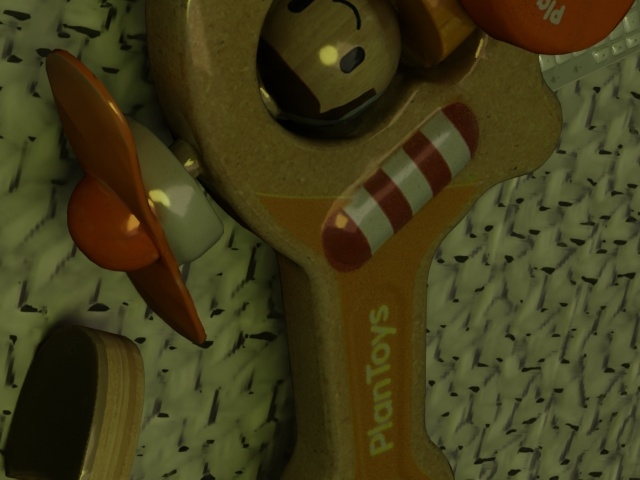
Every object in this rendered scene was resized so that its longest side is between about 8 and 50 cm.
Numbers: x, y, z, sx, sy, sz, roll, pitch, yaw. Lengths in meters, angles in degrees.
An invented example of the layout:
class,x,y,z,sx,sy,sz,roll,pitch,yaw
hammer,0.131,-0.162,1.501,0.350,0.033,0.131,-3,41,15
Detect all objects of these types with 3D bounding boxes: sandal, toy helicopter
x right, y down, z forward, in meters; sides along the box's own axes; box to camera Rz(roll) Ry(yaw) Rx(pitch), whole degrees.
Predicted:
class,x,y,z,sx,sy,sz,roll,pitch,yaw
sandal,-0.096,0.157,0.790,0.079,0.088,0.240,17,90,-37
toy helicopter,0.000,0.000,0.785,0.235,0.140,0.355,-20,120,-32

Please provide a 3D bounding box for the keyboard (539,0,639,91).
class,x,y,z,sx,sy,sz,roll,pitch,yaw
keyboard,0.183,-0.142,0.966,0.256,0.014,0.072,-26,121,-31
